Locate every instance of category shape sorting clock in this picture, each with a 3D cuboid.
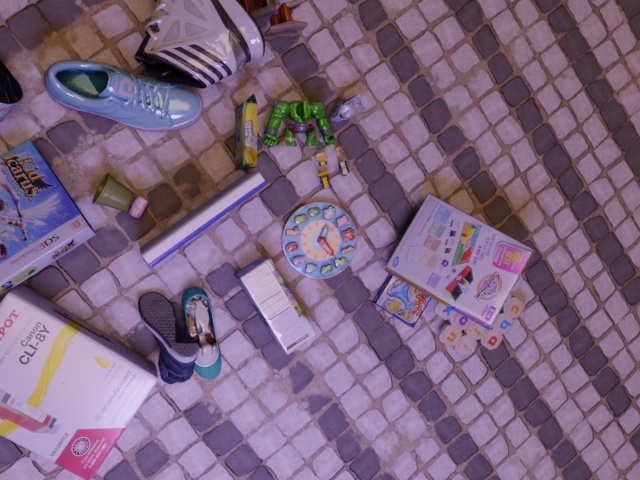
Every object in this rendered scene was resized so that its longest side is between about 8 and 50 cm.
[{"bbox_3d":[0.000,0.000,1.683,0.206,0.040,0.206,-1,92,-17],"label":"shape sorting clock"}]

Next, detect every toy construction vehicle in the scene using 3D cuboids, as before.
[{"bbox_3d":[0.028,-0.194,1.690,0.086,0.035,0.098,-19,95,-4],"label":"toy construction vehicle"}]

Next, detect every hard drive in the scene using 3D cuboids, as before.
[{"bbox_3d":[-0.285,-0.054,1.507,0.319,0.210,0.040,-37,103,-12],"label":"hard drive"}]

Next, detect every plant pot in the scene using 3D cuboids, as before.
[{"bbox_3d":[-0.491,-0.107,1.519,0.079,0.083,0.083,30,84,-28],"label":"plant pot"}]

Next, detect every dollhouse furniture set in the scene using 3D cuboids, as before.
[{"bbox_3d":[-0.154,-0.598,1.495,0.135,0.259,0.262,-15,97,-19],"label":"dollhouse furniture set"}]

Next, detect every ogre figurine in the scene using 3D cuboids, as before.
[{"bbox_3d":[-0.052,-0.301,1.627,0.197,0.097,0.118,1,104,-5],"label":"ogre figurine"}]

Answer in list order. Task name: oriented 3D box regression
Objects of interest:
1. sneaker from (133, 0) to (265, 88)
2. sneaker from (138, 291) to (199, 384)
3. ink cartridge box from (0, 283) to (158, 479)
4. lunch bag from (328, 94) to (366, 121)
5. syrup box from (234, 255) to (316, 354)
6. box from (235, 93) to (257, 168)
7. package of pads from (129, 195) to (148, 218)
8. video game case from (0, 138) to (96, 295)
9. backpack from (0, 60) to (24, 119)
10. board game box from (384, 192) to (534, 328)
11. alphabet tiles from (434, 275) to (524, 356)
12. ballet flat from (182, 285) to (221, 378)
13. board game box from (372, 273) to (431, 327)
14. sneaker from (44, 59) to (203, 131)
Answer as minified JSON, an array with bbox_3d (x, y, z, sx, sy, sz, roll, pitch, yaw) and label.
[{"bbox_3d":[-0.356,-0.540,1.443,0.257,0.169,0.447,-38,86,-15],"label":"sneaker"},{"bbox_3d":[-0.382,0.248,1.559,0.086,0.163,0.226,-22,57,-32],"label":"sneaker"},{"bbox_3d":[-0.614,0.321,1.452,0.385,0.160,0.279,35,82,-15],"label":"ink cartridge box"},{"bbox_3d":[0.066,-0.345,1.670,0.083,0.071,0.053,-35,103,-11],"label":"lunch bag"},{"bbox_3d":[-0.117,0.165,1.628,0.096,0.093,0.237,-34,101,-13],"label":"syrup box"},{"bbox_3d":[-0.186,-0.270,1.582,0.043,0.105,0.179,2,91,-17],"label":"box"},{"bbox_3d":[-0.438,-0.077,1.527,0.032,0.083,0.050,30,81,-11],"label":"package of pads"},{"bbox_3d":[-0.683,-0.056,1.414,0.244,0.061,0.269,-35,77,-13],"label":"video game case"},{"bbox_3d":[-0.776,-0.351,1.345,0.191,0.225,0.253,-42,109,12],"label":"backpack"},{"bbox_3d":[0.367,0.054,1.690,0.317,0.064,0.242,31,83,11],"label":"board game box"},{"bbox_3d":[0.453,0.190,1.797,0.278,0.021,0.284,33,93,-29],"label":"alphabet tiles"},{"bbox_3d":[-0.298,0.238,1.581,0.083,0.087,0.247,-12,96,-16],"label":"ballet flat"},{"bbox_3d":[0.253,0.123,1.766,0.136,0.035,0.201,34,83,-15],"label":"board game box"},{"bbox_3d":[-0.453,-0.335,1.476,0.366,0.150,0.135,4,92,-17],"label":"sneaker"}]
